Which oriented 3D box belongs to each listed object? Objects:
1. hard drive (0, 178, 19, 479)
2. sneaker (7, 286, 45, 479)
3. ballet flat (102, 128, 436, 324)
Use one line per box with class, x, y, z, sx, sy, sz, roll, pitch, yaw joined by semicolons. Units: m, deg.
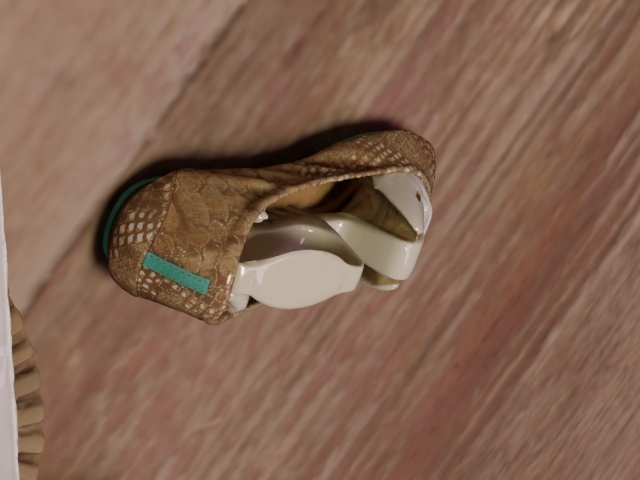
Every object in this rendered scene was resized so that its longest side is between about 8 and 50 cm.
hard drive;-0.222;0.067;0.336;0.339;0.064;0.237;-9;120;-20
sneaker;-0.173;-0.052;0.461;0.099;0.153;0.282;-30;112;-34
ballet flat;0.000;0.000;0.781;0.206;0.067;0.073;-16;132;-50
